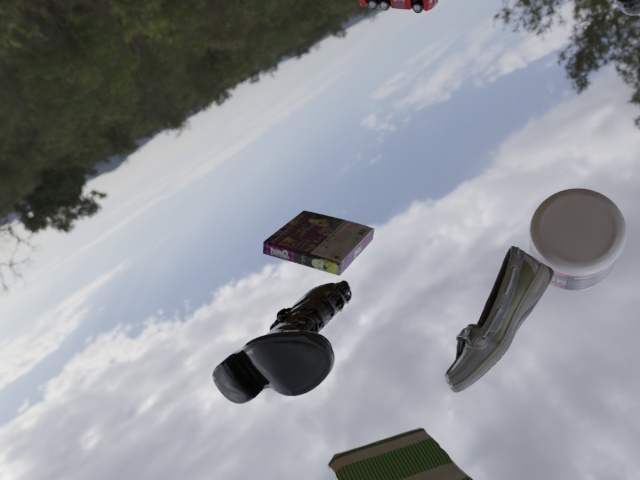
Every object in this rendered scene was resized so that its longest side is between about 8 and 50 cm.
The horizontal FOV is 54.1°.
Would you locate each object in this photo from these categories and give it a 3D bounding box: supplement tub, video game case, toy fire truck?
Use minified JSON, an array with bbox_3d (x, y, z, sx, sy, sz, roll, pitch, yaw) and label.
[{"bbox_3d":[0.572,0.009,1.417,0.191,0.191,0.272,-27,158,10],"label":"supplement tub"},{"bbox_3d":[0.000,0.000,1.589,0.210,0.042,0.232,15,-152,19],"label":"video game case"},{"bbox_3d":[0.107,-0.469,1.078,0.192,0.135,0.047,16,-127,28],"label":"toy fire truck"}]

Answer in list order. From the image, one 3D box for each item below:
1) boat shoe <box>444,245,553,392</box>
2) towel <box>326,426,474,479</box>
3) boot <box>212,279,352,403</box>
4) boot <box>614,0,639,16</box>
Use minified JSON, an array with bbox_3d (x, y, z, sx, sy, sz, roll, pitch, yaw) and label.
[{"bbox_3d":[0.340,0.159,1.255,0.320,0.103,0.118,-52,172,-8],"label":"boat shoe"},{"bbox_3d":[0.183,0.481,1.174,0.248,0.038,0.325,-7,-157,-26],"label":"towel"},{"bbox_3d":[-0.025,0.123,0.901,0.263,0.091,0.229,-26,-170,47],"label":"boot"},{"bbox_3d":[0.634,-0.426,1.167,0.118,0.222,0.338,-15,-153,37],"label":"boot"}]
